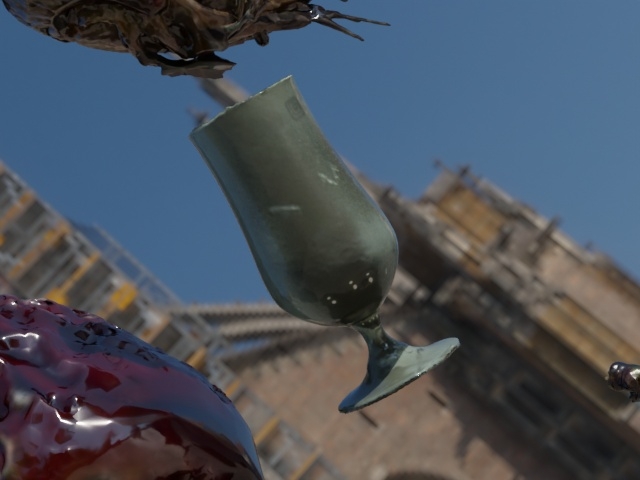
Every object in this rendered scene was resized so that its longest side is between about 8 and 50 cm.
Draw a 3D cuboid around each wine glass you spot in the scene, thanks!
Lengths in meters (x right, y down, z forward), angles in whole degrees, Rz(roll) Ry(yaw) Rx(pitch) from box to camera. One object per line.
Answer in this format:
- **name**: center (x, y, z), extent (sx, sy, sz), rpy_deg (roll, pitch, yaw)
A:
- **wine glass**: center (0.000, 0.000, 1.223), extent (0.103, 0.231, 0.103), rpy_deg (-29, 2, 1)

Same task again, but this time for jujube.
- **jujube**: center (-0.218, 0.184, 1.464), extent (0.258, 0.376, 0.258), rpy_deg (-22, -60, -45)

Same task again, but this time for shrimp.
- **shrimp**: center (-0.096, -0.213, 1.423), extent (0.343, 0.116, 0.145), rpy_deg (0, -35, -18)

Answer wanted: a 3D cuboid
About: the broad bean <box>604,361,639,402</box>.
- **broad bean**: center (0.302, 0.071, 0.938), extent (0.060, 0.297, 0.043), rpy_deg (6, -100, -74)
